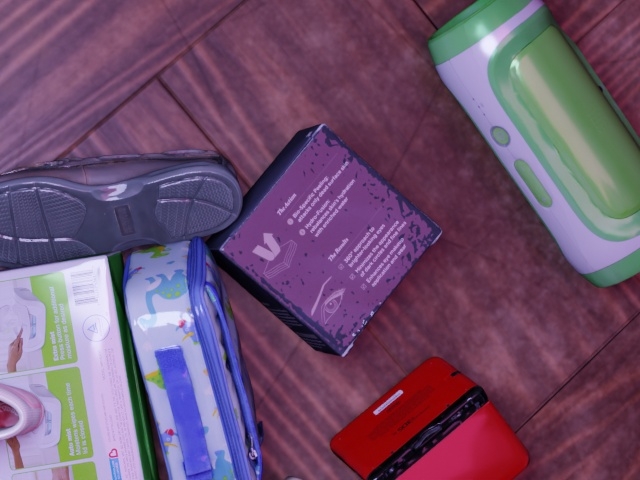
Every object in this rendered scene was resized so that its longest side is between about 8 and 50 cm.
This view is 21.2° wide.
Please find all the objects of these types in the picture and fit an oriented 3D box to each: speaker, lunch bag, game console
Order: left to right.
[{"bbox_3d":[-0.112,0.119,1.518,0.090,0.176,0.219,-13,108,2],"label":"lunch bag"},{"bbox_3d":[0.104,0.203,1.646,0.144,0.124,0.085,-38,127,-13],"label":"game console"},{"bbox_3d":[0.231,-0.104,1.664,0.131,0.131,0.296,-37,98,-13],"label":"speaker"}]

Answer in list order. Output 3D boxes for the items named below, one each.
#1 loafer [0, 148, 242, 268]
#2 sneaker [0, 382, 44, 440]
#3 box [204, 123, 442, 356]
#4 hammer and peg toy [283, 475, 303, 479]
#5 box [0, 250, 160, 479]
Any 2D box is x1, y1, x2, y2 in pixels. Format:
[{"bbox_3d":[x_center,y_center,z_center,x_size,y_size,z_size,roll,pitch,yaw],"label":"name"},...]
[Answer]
[{"bbox_3d":[-0.207,-0.035,1.575,0.267,0.084,0.096,-6,119,-4],"label":"loafer"},{"bbox_3d":[-0.297,0.132,1.397,0.134,0.070,0.051,12,92,0],"label":"sneaker"},{"bbox_3d":[0.000,0.000,1.614,0.158,0.093,0.156,42,79,-12],"label":"box"},{"bbox_3d":[-0.031,0.354,1.579,0.361,0.127,0.266,34,80,-12],"label":"hammer and peg toy"},{"bbox_3d":[-0.271,0.156,1.494,0.231,0.127,0.262,-10,92,0],"label":"box"}]
